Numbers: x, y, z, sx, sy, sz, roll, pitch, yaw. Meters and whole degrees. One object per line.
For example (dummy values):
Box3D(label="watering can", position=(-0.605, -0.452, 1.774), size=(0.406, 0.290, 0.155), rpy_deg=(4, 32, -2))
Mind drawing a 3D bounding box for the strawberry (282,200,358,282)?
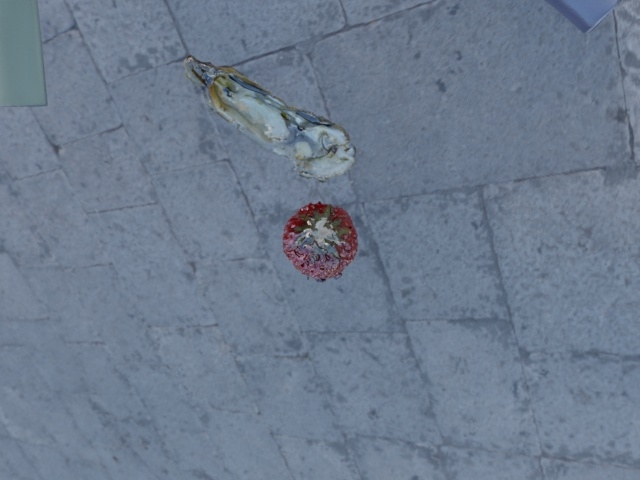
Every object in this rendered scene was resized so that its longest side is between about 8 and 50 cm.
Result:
Box3D(label="strawberry", position=(0.000, 0.000, 1.011), size=(0.145, 0.145, 0.086), rpy_deg=(39, 163, 2))

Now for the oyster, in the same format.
Box3D(label="oyster", position=(-0.081, -0.218, 0.982), size=(0.345, 0.078, 0.128), rpy_deg=(30, 141, -22))

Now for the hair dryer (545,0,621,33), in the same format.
Box3D(label="hair dryer", position=(0.216, -0.367, 0.493), size=(0.301, 0.121, 0.361), rpy_deg=(46, 172, 2))

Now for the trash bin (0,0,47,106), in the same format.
Box3D(label="trash bin", position=(-0.233, -0.156, 0.377), size=(0.116, 0.059, 0.130), rpy_deg=(14, 110, 43))
